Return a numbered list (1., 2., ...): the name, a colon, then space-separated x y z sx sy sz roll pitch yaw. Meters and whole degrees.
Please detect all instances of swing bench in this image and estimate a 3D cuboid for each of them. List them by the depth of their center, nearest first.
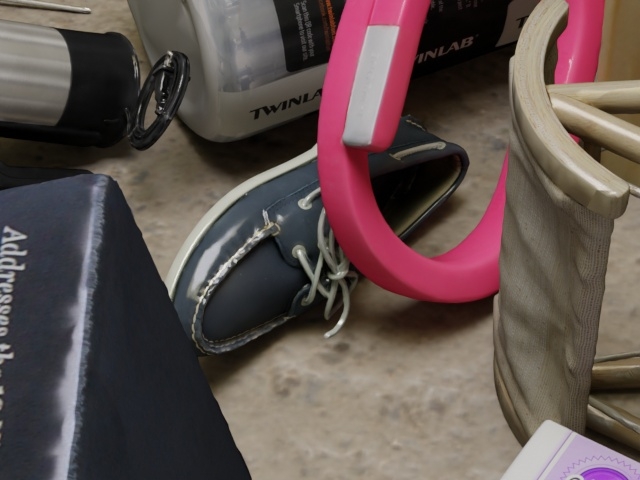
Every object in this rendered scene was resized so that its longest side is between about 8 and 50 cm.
1. swing bench: 0.218 0.023 1.107 0.255 0.253 0.165 11 48 12

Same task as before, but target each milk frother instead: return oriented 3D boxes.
1. milk frother: -0.178 -0.107 1.301 0.135 0.143 0.129 4 58 -39

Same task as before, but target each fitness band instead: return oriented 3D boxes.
1. fitness band: 0.094 -0.103 1.237 0.054 0.209 0.290 10 80 43

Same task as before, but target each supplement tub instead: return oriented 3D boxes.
1. supplement tub: 0.039 -0.214 1.374 0.338 0.207 0.207 -20 49 -16

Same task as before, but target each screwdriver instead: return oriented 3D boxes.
1. screwdriver: -0.261 -0.189 1.488 0.170 0.024 0.025 11 18 9

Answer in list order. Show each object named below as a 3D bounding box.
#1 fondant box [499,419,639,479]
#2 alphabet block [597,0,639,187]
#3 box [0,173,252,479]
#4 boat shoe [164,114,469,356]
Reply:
1. fondant box: 0.135 0.273 0.980 0.238 0.096 0.330 24 51 24
2. alphabet block: 0.309 -0.138 1.299 0.193 0.197 0.192 20 50 20
3. box: -0.281 0.264 0.809 0.472 0.297 0.480 -11 45 11
4. boat shoe: 0.000 0.000 1.252 0.079 0.095 0.254 21 40 35
